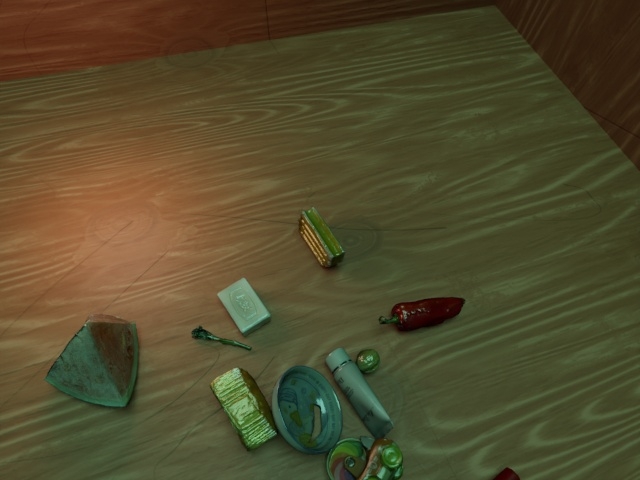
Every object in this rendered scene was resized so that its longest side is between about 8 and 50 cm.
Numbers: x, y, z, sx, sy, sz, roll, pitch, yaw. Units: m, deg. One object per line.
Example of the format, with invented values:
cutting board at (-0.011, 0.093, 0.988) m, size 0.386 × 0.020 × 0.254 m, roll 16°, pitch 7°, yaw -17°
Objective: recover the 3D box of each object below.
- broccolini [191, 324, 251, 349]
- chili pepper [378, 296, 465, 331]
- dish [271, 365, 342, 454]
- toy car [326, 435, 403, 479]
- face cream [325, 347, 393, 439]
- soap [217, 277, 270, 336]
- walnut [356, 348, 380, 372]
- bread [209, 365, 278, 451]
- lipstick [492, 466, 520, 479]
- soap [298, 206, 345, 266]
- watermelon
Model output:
broccolini at (-0.349, 0.353, 1.659) m, size 0.218 × 0.044 × 0.042 m, roll 21°, pitch 44°, yaw 0°
chili pepper at (0.381, 0.266, 1.750) m, size 0.388 × 0.110 × 0.110 m, roll -10°, pitch 61°, yaw -18°
dish at (-0.069, 0.553, 1.507) m, size 0.273 × 0.134 × 0.273 m, roll 32°, pitch 38°, yaw -29°
toy car at (0.129, 0.698, 1.455) m, size 0.235 × 0.145 × 0.235 m, roll -5°, pitch 49°, yaw 6°
face cream at (0.129, 0.505, 1.572) m, size 0.089 × 0.143 × 0.314 m, roll -17°, pitch 56°, yaw -34°
soap at (-0.276, 0.241, 1.712) m, size 0.121 × 0.063 × 0.183 m, roll -31°, pitch 66°, yaw -19°
walnut at (0.164, 0.419, 1.642) m, size 0.092 × 0.092 × 0.092 m, roll 3°, pitch 59°, yaw -5°
bread at (-0.235, 0.524, 1.482) m, size 0.133 × 0.179 × 0.250 m, roll -32°, pitch 70°, yaw -18°
lipstick at (0.505, 0.815, 1.451) m, size 0.280 × 0.073 × 0.073 m, roll -29°, pitch 66°, yaw -22°
soap at (0.000, 0.000, 1.841) m, size 0.073 × 0.140 × 0.232 m, roll -25°, pitch 65°, yaw -19°
watermelon at (-0.676, 0.364, 1.502) m, size 0.250 × 0.293 × 0.283 m, roll 33°, pitch 56°, yaw -21°
